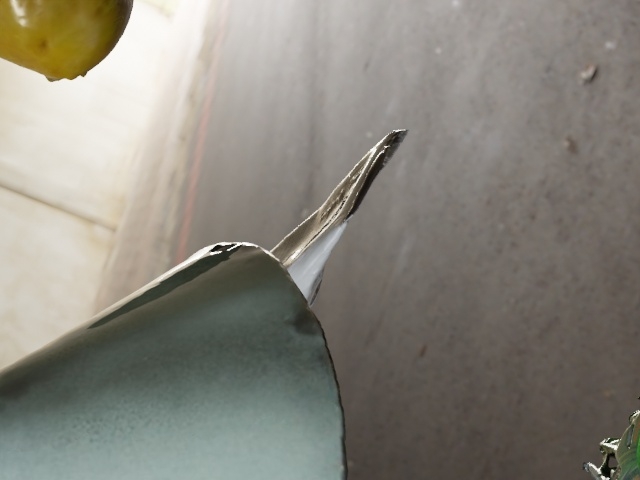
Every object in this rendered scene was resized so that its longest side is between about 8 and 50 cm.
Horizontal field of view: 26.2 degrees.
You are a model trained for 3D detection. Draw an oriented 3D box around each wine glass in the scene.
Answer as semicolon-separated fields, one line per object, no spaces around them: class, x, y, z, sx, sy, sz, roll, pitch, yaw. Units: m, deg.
wine glass;-0.222;0.112;0.718;0.267;0.406;0.267;-17;69;55

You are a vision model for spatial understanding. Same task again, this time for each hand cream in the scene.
hand cream;0.000;0.000;1.415;0.121;0.076;0.336;-63;6;-30

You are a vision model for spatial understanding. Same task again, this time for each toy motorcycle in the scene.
toy motorcycle;0.282;0.188;1.197;0.190;0.074;0.106;114;170;-57

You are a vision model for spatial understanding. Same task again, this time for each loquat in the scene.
loquat;-0.253;-0.258;1.238;0.187;0.176;0.234;-139;37;-63
